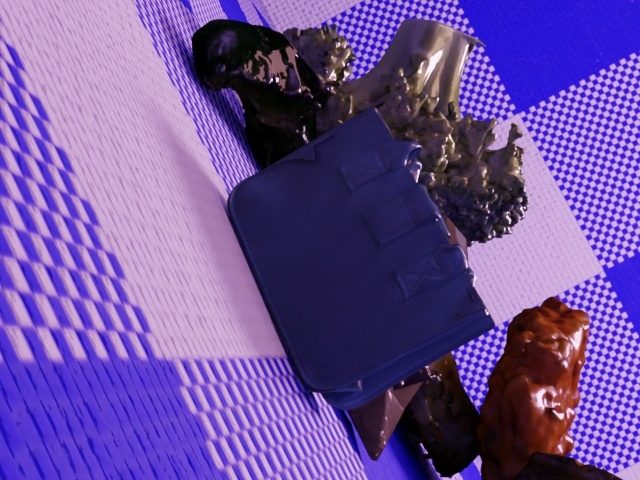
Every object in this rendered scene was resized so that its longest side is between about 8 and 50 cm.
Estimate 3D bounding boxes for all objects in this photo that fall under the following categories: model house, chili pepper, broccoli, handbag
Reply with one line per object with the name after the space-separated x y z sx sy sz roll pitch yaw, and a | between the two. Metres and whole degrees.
0.067 0.099 1.236 0.181 0.176 0.248 58 23 -44 | model house
-0.060 -0.175 1.476 0.148 0.116 0.264 61 3 24 | chili pepper
0.082 -0.134 1.676 0.277 0.338 0.318 32 47 -51 | broccoli
0.034 0.012 1.100 0.229 0.179 0.062 63 5 31 | handbag

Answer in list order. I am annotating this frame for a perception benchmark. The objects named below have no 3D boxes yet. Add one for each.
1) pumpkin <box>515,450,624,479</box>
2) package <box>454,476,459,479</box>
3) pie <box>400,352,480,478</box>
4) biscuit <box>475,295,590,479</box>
0.310 0.395 1.407 0.242 0.232 0.325 9 -24 46 | pumpkin
0.202 0.369 1.731 0.111 0.033 0.077 66 -6 -17 | package
0.118 0.148 1.670 0.355 0.103 0.288 -113 180 -51 | pie
0.255 0.247 1.620 0.318 0.110 0.312 -31 130 -69 | biscuit
